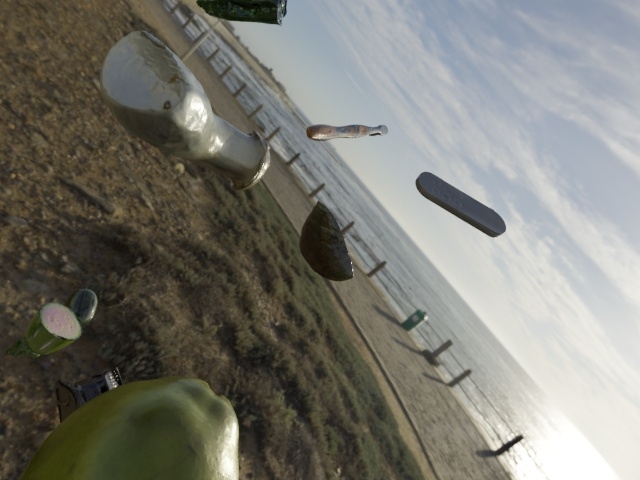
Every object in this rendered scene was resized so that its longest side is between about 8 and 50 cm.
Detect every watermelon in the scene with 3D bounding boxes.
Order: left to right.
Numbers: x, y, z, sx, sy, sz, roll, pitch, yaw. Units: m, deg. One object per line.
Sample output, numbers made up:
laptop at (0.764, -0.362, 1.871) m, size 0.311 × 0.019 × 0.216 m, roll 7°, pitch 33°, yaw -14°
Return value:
watermelon at (-0.621, 0.173, 1.111) m, size 0.078 × 0.078 × 0.111 m, roll 40°, pitch 43°, yaw -43°

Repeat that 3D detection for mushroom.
mushroom at (-0.124, -0.113, 0.444) m, size 0.223 × 0.091 × 0.081 m, roll 40°, pitch 45°, yaw -69°

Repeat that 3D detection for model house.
model house at (-0.669, 0.490, 1.277) m, size 0.164 × 0.141 × 0.203 m, roll 7°, pitch 62°, yaw -59°

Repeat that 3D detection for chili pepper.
chili pepper at (-0.200, -0.582, 1.061) m, size 0.226 × 0.088 × 0.059 m, roll 9°, pitch -24°, yaw 8°

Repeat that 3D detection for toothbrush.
toothbrush at (0.054, -0.174, 0.684) m, size 0.321 × 0.031 × 0.023 m, roll -29°, pitch 110°, yaw -63°

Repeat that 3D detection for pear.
pear at (-0.195, 0.268, 0.439) m, size 0.212 × 0.212 × 0.269 m, roll 47°, pitch 51°, yaw -12°

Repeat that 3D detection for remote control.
remote control at (0.325, -0.083, 0.993) m, size 0.244 × 0.022 × 0.077 m, roll 29°, pitch 50°, yaw -8°

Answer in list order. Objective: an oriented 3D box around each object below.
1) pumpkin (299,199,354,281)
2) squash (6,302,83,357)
pumpkin at (0.000, 0.000, 1.546) m, size 0.312 × 0.148 × 0.169 m, roll 58°, pitch -12°, yaw 26°
squash at (-0.606, 0.217, 0.934) m, size 0.105 × 0.132 × 0.105 m, roll 48°, pitch 4°, yaw -5°
